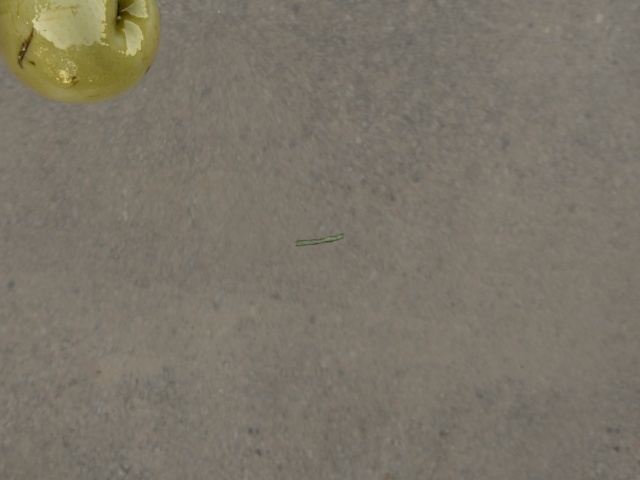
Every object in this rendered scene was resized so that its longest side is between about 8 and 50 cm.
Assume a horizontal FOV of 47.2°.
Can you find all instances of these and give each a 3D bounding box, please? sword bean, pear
[{"bbox_3d":[0.000,0.000,1.102,0.083,0.012,0.012,-9,109,-26],"label":"sword bean"},{"bbox_3d":[-0.447,-0.399,1.332,0.309,0.309,0.309,-2,108,-7],"label":"pear"}]
